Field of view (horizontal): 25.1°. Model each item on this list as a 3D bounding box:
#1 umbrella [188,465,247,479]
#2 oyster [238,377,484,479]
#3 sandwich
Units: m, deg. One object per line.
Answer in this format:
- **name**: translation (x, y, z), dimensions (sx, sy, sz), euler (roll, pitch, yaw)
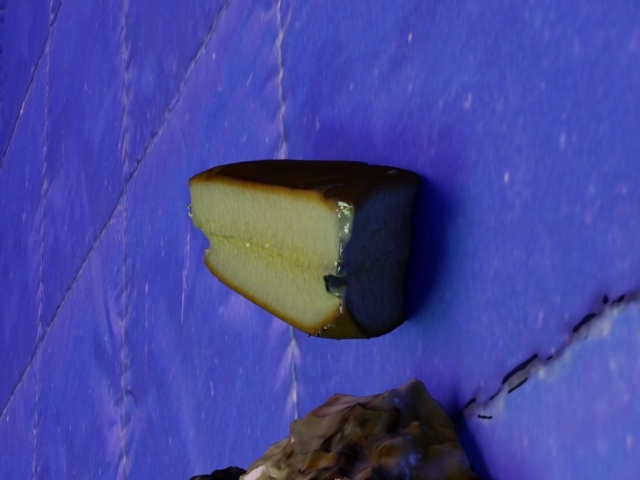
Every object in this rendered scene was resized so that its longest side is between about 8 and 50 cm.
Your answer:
- **umbrella**: translation (-0.022, 0.271, 0.753), dimensions (0.336, 0.128, 0.154), euler (-107, 32, -41)
- **oyster**: translation (-0.007, 0.169, 0.671), dimensions (0.214, 0.083, 0.223), euler (-31, 42, 9)
- **sandwich**: translation (0.000, 0.000, 0.831), dimensions (0.244, 0.088, 0.090), euler (-163, 71, -66)
